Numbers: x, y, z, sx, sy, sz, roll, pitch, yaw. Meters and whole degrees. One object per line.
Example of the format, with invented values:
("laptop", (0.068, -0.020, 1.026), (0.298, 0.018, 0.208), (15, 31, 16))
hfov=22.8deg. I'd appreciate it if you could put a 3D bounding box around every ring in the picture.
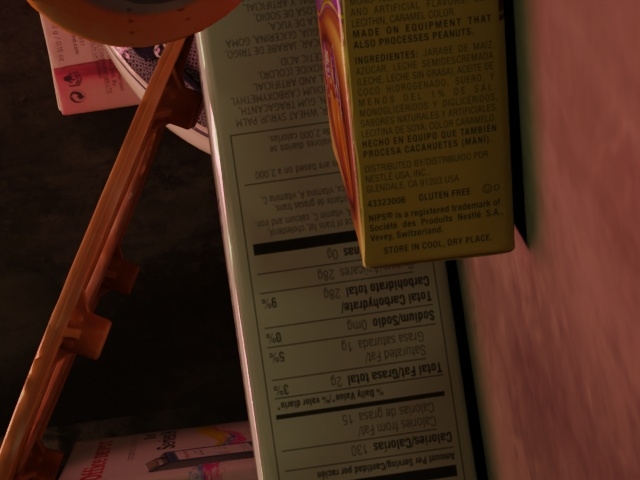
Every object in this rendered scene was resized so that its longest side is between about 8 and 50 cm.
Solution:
("ring", (-0.127, 0.034, 0.914), (0.336, 0.032, 0.337), (-159, 90, -86))

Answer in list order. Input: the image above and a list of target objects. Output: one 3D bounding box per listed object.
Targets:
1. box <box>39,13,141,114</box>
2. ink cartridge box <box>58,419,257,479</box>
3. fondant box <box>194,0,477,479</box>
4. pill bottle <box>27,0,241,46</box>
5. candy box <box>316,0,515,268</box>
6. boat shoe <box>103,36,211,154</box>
("box", (-0.142, -0.221, 1.492), (0.149, 0.232, 0.127), (-102, 5, -53))
("ink cartridge box", (-0.048, 0.165, 0.960), (0.154, 0.212, 0.093), (-137, 40, -86))
("fondant box", (0.000, 0.000, 0.765), (0.238, 0.096, 0.330), (136, 127, -87))
("pill bottle", (-0.082, -0.174, 0.583), (0.246, 0.130, 0.130), (-108, 9, -46))
("candy box", (0.023, -0.099, 0.497), (0.109, 0.053, 0.187), (-102, 7, -66))
("boat shoe", (-0.117, -0.200, 1.174), (0.340, 0.127, 0.158), (44, 162, 1))
